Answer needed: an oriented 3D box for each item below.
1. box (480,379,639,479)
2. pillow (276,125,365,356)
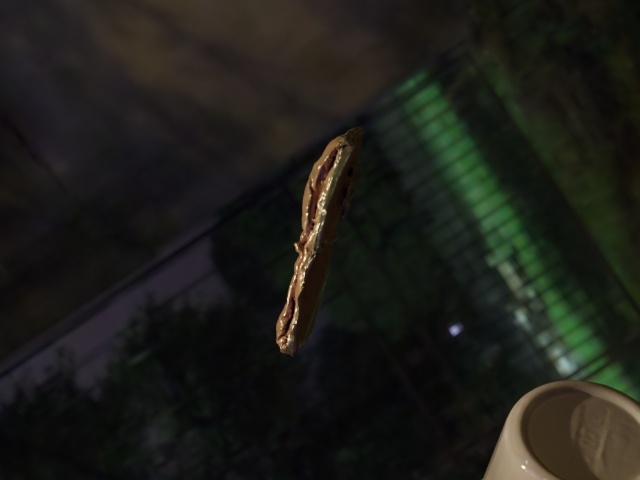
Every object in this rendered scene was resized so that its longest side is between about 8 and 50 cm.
[{"bbox_3d":[0.252,0.282,1.871,0.262,0.291,0.206,-118,28,-43],"label":"box"},{"bbox_3d":[0.000,0.000,1.702,0.043,0.232,0.126,16,-168,8],"label":"pillow"}]
